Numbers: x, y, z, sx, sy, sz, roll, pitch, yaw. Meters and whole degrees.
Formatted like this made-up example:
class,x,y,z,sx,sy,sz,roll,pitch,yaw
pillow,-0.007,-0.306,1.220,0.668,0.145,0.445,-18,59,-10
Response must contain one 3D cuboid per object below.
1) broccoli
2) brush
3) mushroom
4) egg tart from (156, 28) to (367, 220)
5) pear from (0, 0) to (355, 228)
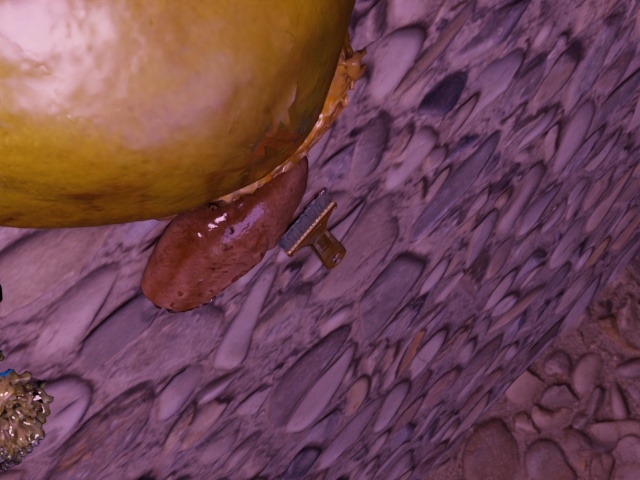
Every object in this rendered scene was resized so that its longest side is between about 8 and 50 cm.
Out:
class,x,y,z,sx,sy,sz,roll,pitch,yaw
broccoli,-0.280,0.104,1.197,0.154,0.167,0.160,179,-75,-72
brush,0.000,0.000,1.797,0.082,0.010,0.218,-49,162,-4
mushroom,-0.082,-0.020,1.470,0.210,0.072,0.094,-44,152,-17
egg tart,-0.052,-0.120,1.290,0.291,0.107,0.291,-44,162,-19
pear,-0.122,-0.130,0.894,0.321,0.269,0.269,-23,149,-39
